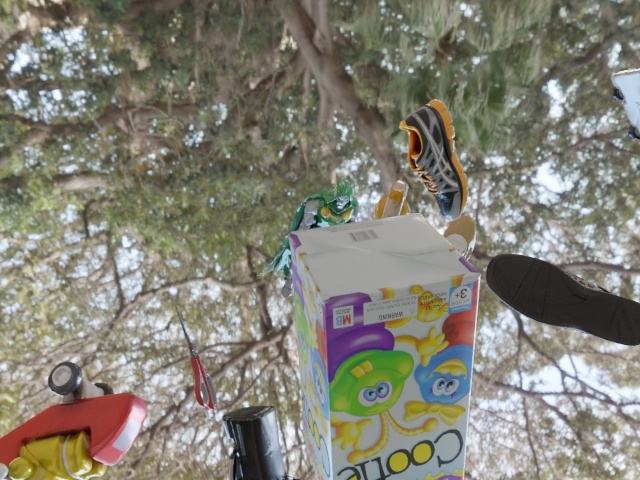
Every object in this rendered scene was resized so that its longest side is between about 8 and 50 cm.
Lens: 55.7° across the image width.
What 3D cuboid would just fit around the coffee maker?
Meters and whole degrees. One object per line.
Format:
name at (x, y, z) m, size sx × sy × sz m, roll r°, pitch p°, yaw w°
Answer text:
coffee maker at (-0.134, 0.477, 1.397) m, size 0.171 × 0.178 × 0.120 m, roll -9°, pitch -179°, yaw 6°

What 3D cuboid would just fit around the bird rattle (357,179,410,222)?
bird rattle at (0.161, -0.032, 1.354) m, size 0.143 × 0.207 × 0.253 m, roll 22°, pitch -163°, yaw 15°

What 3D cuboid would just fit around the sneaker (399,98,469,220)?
sneaker at (0.198, -0.134, 1.070) m, size 0.083 × 0.215 × 0.084 m, roll -21°, pitch -168°, yaw -15°

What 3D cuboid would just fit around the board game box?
board game box at (0.058, 0.133, 0.613) m, size 0.144 × 0.276 × 0.142 m, roll -9°, pitch -153°, yaw -12°

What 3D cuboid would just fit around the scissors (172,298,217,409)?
scissors at (-0.328, 0.297, 1.572) m, size 0.021 × 0.109 × 0.297 m, roll -22°, pitch -103°, yaw 9°

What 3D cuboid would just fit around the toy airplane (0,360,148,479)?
toy airplane at (-0.517, 0.425, 1.043) m, size 0.386 × 0.384 × 0.272 m, roll 1°, pitch -137°, yaw -41°

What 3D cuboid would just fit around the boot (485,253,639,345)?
boot at (0.582, 0.138, 1.488) m, size 0.377 × 0.138 × 0.284 m, roll 18°, pitch -178°, yaw 12°

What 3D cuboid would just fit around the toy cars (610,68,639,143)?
toy cars at (0.733, -0.202, 1.174) m, size 0.087 × 0.176 × 0.394 m, roll -37°, pitch -112°, yaw -10°

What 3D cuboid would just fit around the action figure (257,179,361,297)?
action figure at (0.000, 0.000, 0.833) m, size 0.137 × 0.232 × 0.064 m, roll 2°, pitch -129°, yaw -16°

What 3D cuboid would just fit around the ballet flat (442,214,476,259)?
ballet flat at (0.297, 0.052, 1.410) m, size 0.080 × 0.232 × 0.073 m, roll 26°, pitch -166°, yaw 9°
